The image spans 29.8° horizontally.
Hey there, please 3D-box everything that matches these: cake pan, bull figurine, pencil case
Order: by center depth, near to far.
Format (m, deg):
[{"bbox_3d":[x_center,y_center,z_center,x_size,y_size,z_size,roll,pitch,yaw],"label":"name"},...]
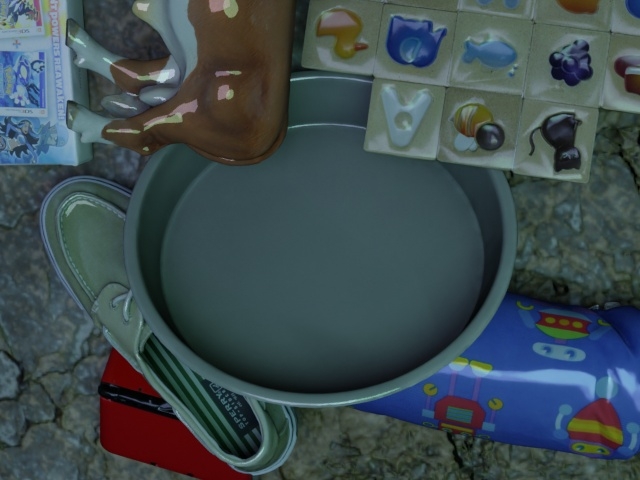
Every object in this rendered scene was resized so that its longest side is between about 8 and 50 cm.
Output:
[{"bbox_3d":[-0.083,-0.201,0.848,0.188,0.101,0.310,0,107,-14],"label":"bull figurine"},{"bbox_3d":[0.000,0.000,0.912,0.293,0.054,0.293,-1,59,2],"label":"cake pan"},{"bbox_3d":[0.118,0.086,0.956,0.306,0.133,0.119,10,145,8],"label":"pencil case"}]

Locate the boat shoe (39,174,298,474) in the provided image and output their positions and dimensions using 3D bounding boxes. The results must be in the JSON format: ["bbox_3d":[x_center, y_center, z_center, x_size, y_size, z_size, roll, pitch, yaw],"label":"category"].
[{"bbox_3d":[-0.123,0.060,0.980,0.109,0.094,0.302,-42,81,-4],"label":"boat shoe"}]

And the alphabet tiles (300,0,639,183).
[{"bbox_3d":[0.141,-0.223,0.906,0.285,0.011,0.342,8,89,8],"label":"alphabet tiles"}]

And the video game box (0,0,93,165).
[{"bbox_3d":[-0.292,-0.165,1.013,0.187,0.048,0.205,1,101,11],"label":"video game box"}]

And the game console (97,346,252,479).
[{"bbox_3d":[-0.116,0.139,1.061,0.144,0.085,0.124,15,72,6],"label":"game console"}]
